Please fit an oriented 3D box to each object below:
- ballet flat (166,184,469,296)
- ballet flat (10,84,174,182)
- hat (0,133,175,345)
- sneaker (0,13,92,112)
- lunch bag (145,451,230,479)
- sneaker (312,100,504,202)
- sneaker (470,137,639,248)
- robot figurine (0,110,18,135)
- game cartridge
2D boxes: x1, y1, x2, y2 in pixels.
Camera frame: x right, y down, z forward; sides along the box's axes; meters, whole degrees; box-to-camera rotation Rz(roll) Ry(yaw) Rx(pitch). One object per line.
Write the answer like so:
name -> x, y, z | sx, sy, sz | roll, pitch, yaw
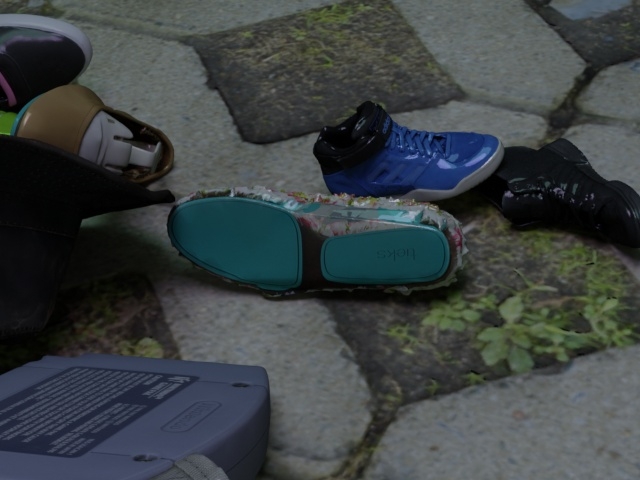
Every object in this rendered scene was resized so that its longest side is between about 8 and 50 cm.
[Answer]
ballet flat -> 0.000, 0.000, 0.980 | 0.241, 0.091, 0.077 | 8, 15, 12
ballet flat -> -0.177, -0.082, 1.016 | 0.073, 0.080, 0.232 | 18, 7, 9
hat -> -0.279, 0.013, 0.928 | 0.331, 0.331, 0.134 | 0, 81, 11
sneaker -> -0.356, -0.117, 1.148 | 0.295, 0.105, 0.147 | -12, 44, 7
lunch bag -> -0.088, 0.264, 0.521 | 0.235, 0.287, 0.169 | -29, 18, -21
sneaker -> 0.067, -0.077, 1.004 | 0.152, 0.085, 0.058 | -11, 39, 23
sneaker -> 0.185, -0.032, 0.990 | 0.089, 0.051, 0.170 | -22, 39, -13
robot figurine -> -0.267, -0.077, 1.097 | 0.115, 0.067, 0.101 | 17, 43, 9
game cartridge -> -0.142, 0.127, 0.765 | 0.198, 0.062, 0.297 | 7, 8, 14
